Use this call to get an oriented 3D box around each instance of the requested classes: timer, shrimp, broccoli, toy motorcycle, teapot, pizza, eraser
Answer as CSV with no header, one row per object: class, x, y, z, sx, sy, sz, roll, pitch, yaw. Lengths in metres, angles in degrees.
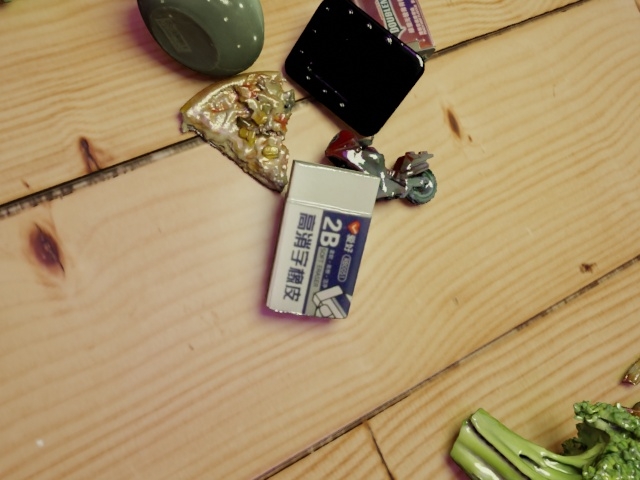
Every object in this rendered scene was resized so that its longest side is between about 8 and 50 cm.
timer,0.051,-0.270,0.697,0.187,0.055,0.144,40,114,3
shrimp,0.587,0.276,0.798,0.187,0.052,0.132,-8,66,-19
broccoli,0.354,0.392,0.647,0.249,0.302,0.375,16,108,-32
toy motorcycle,0.089,-0.112,0.709,0.213,0.082,0.122,-5,95,-22
teapot,-0.138,-0.372,0.650,0.183,0.183,0.251,26,66,-9
pizza,-0.103,-0.162,0.684,0.185,0.052,0.195,-28,90,-12
eraser,0.000,0.000,0.640,0.124,0.068,0.210,10,104,-9

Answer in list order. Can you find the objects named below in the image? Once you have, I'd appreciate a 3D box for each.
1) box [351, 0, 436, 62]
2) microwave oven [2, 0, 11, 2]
box,0.098,-0.397,0.750,0.120,0.069,0.224,-20,88,-14
microwave oven,-0.543,-0.443,0.530,0.355,0.218,0.286,-20,87,-14
